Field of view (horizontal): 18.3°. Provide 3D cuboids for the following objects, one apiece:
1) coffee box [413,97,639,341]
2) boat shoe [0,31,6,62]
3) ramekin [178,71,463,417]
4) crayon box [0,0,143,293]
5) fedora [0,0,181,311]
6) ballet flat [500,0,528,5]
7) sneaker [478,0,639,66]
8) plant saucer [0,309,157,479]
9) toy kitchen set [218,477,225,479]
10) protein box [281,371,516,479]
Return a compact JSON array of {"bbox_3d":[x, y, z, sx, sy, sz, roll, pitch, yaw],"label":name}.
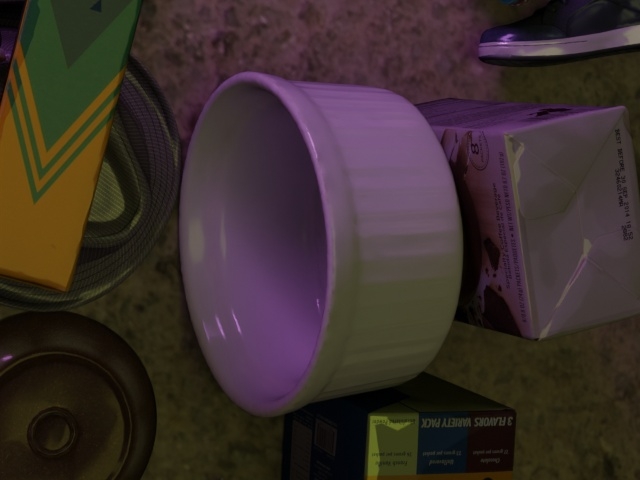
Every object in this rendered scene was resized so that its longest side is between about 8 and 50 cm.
[{"bbox_3d":[0.138,-0.025,1.651,0.119,0.297,0.168,-13,99,-23],"label":"coffee box"},{"bbox_3d":[-0.339,-0.164,1.513,0.081,0.227,0.069,9,84,-65],"label":"boat shoe"},{"bbox_3d":[0.000,0.000,1.621,0.135,0.277,0.277,-4,97,-29],"label":"ramekin"},{"bbox_3d":[-0.198,-0.077,1.438,0.081,0.202,0.319,14,89,-10],"label":"crayon box"},{"bbox_3d":[-0.224,-0.065,1.600,0.275,0.124,0.244,44,80,-19],"label":"fedora"},{"bbox_3d":[0.126,-0.294,1.734,0.206,0.073,0.067,52,50,1],"label":"ballet flat"},{"bbox_3d":[0.237,-0.243,1.783,0.226,0.086,0.163,-11,94,-14],"label":"sneaker"},{"bbox_3d":[-0.228,0.159,1.671,0.198,0.036,0.199,-3,97,-22],"label":"plant saucer"},{"bbox_3d":[-0.063,0.253,1.731,0.075,0.083,0.068,18,48,-22],"label":"toy kitchen set"},{"bbox_3d":[0.060,0.226,1.701,0.136,0.200,0.201,1,96,-21],"label":"protein box"}]
